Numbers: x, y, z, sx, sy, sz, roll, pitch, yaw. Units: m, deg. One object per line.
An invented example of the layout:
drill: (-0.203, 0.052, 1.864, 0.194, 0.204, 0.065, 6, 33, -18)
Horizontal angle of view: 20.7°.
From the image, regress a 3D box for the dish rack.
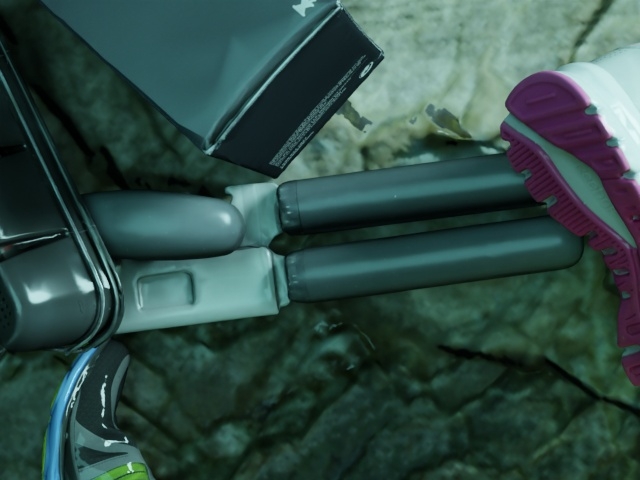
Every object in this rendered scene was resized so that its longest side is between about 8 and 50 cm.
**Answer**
dish rack: (-0.249, 0.012, 0.949, 0.271, 0.074, 0.208, -33, 78, 35)

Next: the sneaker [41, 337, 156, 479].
sneaker: (-0.111, 0.142, 0.940, 0.078, 0.067, 0.188, -1, 63, -9)

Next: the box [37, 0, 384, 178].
box: (-0.103, -0.157, 0.908, 0.261, 0.184, 0.103, 42, 92, 8)

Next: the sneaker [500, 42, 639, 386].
sneaker: (0.203, 0.002, 0.899, 0.111, 0.103, 0.252, -36, 103, -28)

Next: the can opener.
can opener: (0.000, 0.000, 0.938, 0.280, 0.093, 0.074, -6, 85, 2)
